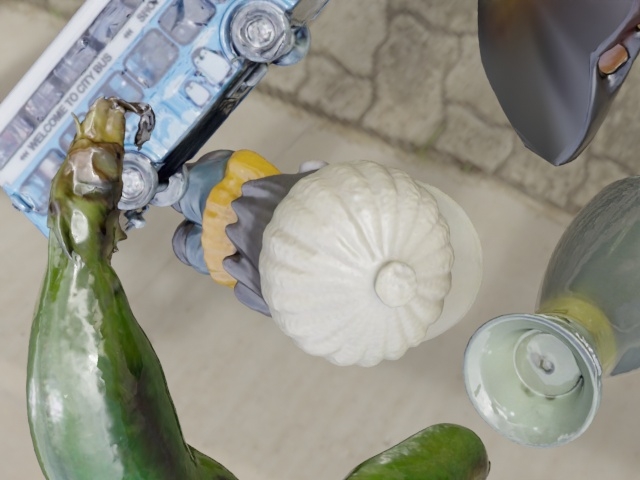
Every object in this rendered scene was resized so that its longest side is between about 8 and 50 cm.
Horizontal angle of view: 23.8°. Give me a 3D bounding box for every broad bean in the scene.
[{"bbox_3d":[-0.017,0.080,0.567,0.049,0.144,0.292,1,151,38],"label":"broad bean"}]

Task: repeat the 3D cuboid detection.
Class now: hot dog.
[{"bbox_3d":[0.190,-0.224,0.945,0.194,0.107,0.326,57,145,35],"label":"hot dog"}]

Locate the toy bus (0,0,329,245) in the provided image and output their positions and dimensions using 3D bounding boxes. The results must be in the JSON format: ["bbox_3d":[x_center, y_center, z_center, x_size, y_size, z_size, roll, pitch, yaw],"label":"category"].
[{"bbox_3d":[-0.104,-0.128,1.057,0.131,0.106,0.297,43,99,4],"label":"toy bus"}]

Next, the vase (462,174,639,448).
[{"bbox_3d":[0.248,0.065,1.351,0.173,0.321,0.173,14,116,30],"label":"vase"}]

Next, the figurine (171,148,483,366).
[{"bbox_3d":[-0.026,0.008,1.371,0.332,0.204,0.185,8,114,35],"label":"figurine"}]
